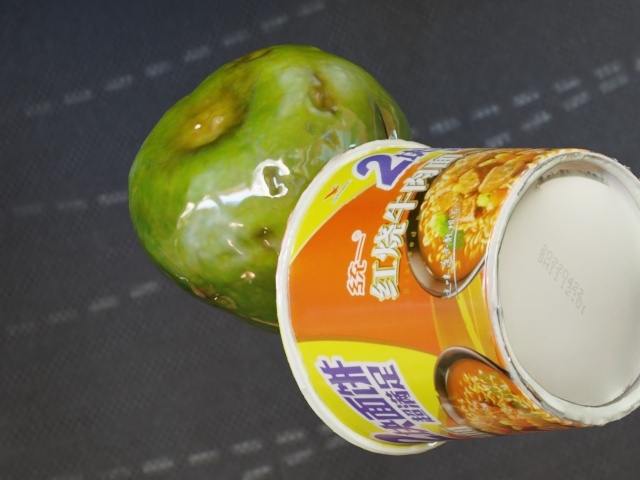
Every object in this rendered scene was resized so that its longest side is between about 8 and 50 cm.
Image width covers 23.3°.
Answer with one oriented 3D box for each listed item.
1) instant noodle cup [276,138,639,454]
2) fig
[{"bbox_3d":[0.106,0.031,0.959,0.213,0.213,0.174,14,168,-37],"label":"instant noodle cup"},{"bbox_3d":[0.000,0.000,1.121,0.206,0.206,0.275,-29,125,16],"label":"fig"}]
